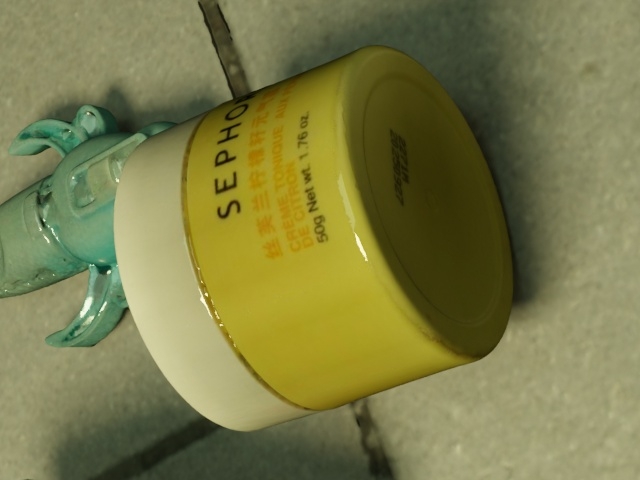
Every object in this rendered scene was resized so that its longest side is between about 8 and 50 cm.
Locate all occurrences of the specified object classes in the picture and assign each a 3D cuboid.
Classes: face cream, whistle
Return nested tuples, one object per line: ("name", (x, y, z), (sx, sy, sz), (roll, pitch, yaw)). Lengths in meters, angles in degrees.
("face cream", (0.000, 0.000, 1.245), (0.179, 0.218, 0.218), (-20, 71, 28))
("whistle", (-0.178, -0.022, 1.448), (0.274, 0.093, 0.186), (-24, 69, 31))

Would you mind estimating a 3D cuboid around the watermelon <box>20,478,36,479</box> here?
("watermelon", (-0.129, 0.238, 1.296), (0.305, 0.180, 0.224), (4, 124, 14))
